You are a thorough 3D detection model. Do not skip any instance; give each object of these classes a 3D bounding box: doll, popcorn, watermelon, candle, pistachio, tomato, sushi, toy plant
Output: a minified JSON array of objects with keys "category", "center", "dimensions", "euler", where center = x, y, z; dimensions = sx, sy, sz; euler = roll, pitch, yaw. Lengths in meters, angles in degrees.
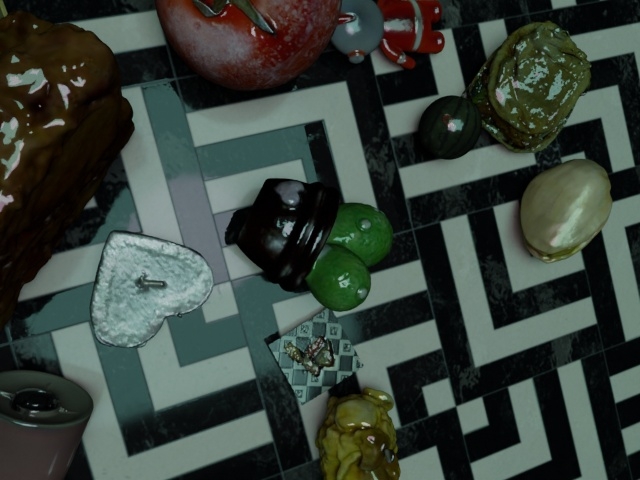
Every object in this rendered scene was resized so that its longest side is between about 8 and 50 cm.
[{"category":"doll","center":[0.097,-0.359,0.908],"dimensions":[0.245,0.076,0.142],"euler":[-9,91,-18]},{"category":"popcorn","center":[0.058,0.328,0.870],"dimensions":[0.140,0.163,0.194],"euler":[-8,125,4]},{"category":"watermelon","center":[0.226,-0.204,0.921],"dimensions":[0.105,0.105,0.133],"euler":[19,106,-14]},{"category":"candle","center":[-0.268,0.058,0.815],"dimensions":[0.192,0.068,0.168],"euler":[-31,101,-14]},{"category":"pistachio","center":[0.439,-0.056,0.983],"dimensions":[0.145,0.117,0.200],"euler":[34,89,26]},{"category":"tomato","center":[-0.098,-0.351,0.774],"dimensions":[0.270,0.227,0.270],"euler":[4,107,12]},{"category":"sushi","center":[-0.009,0.191,0.907],"dimensions":[0.126,0.026,0.120],"euler":[-29,95,-17]},{"category":"toy plant","center":[0.000,0.000,0.832],"dimensions":[0.235,0.175,0.218],"euler":[27,41,-9]}]

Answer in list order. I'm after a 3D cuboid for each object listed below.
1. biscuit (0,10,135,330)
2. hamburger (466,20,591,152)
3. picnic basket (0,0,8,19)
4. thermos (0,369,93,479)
[{"category":"biscuit","center":[-0.393,-0.058,0.647],"dimensions":[0.166,0.342,0.395],"euler":[31,80,-10]},{"category":"hamburger","center":[0.368,-0.271,0.967],"dimensions":[0.183,0.130,0.206],"euler":[33,101,-11]},{"category":"picnic basket","center":[-0.489,-0.331,0.709],"dimensions":[0.079,0.164,0.115],"euler":[-18,96,-5]},{"category":"thermos","center":[-0.439,0.327,0.733],"dimensions":[0.176,0.146,0.265],"euler":[20,95,-40]}]
